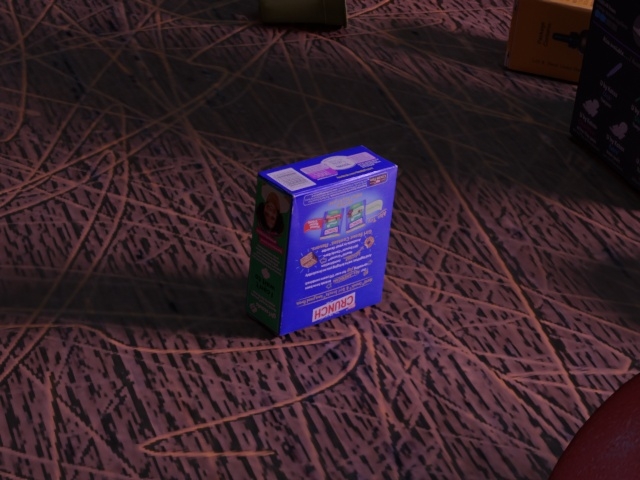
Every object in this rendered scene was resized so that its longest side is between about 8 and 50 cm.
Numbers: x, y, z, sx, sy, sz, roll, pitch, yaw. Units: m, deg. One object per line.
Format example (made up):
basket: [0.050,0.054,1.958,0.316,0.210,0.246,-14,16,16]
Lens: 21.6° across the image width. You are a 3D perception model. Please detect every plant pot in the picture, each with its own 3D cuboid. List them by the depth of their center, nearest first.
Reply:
plant pot: [-0.020,-0.232,1.555,0.079,0.083,0.083,-10,31,-2]

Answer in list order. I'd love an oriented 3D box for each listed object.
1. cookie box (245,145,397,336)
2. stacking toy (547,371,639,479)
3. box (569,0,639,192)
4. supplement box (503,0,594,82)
cookie box: [0.000,0.000,1.114,0.091,0.107,0.040,-17,36,-36]
stacking toy: [0.160,0.207,0.681,0.480,0.351,0.350,-35,46,-24]
box: [0.320,-0.180,1.325,0.165,0.270,0.143,-8,32,-23]
supplement box: [0.289,-0.178,1.511,0.233,0.078,0.080,12,30,9]
